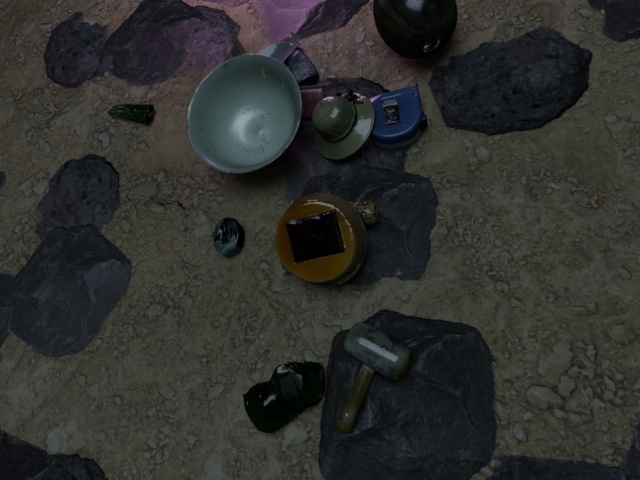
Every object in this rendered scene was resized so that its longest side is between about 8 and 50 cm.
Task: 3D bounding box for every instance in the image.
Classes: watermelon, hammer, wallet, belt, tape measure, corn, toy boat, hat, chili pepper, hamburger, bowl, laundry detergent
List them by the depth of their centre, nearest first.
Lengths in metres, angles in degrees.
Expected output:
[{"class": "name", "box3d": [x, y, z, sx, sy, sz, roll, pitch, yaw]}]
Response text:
[{"class": "hammer", "box3d": [0.120, 0.404, 1.438, 0.201, 0.113, 0.306, 25, 85, 26]}, {"class": "chili pepper", "box3d": [-0.104, 0.450, 1.463, 0.264, 0.116, 0.148, -29, 67, 3]}, {"class": "hamburger", "box3d": [0.000, 0.000, 1.561, 0.299, 0.176, 0.301, 2, 96, 17]}, {"class": "corn", "box3d": [0.066, -0.089, 1.657, 0.253, 0.086, 0.086, -1, 68, 18]}, {"class": "hat", "box3d": [0.047, -0.417, 1.720, 0.257, 0.130, 0.258, -13, 68, 35]}, {"class": "belt", "box3d": [-0.321, -0.012, 1.746, 0.105, 0.058, 0.140, -10, 67, 15]}, {"class": "tape measure", "box3d": [0.189, -0.415, 1.752, 0.350, 0.098, 0.216, -12, 65, 14]}, {"class": "watermelon", "box3d": [0.333, -0.795, 1.764, 0.278, 0.279, 0.360, -28, 62, 3]}, {"class": "bowl", "box3d": [-0.239, -0.419, 1.798, 0.434, 0.196, 0.436, -3, 79, 17]}, {"class": "wallet", "box3d": [-0.099, -0.512, 1.881, 0.232, 0.025, 0.120, -1, 103, 15]}, {"class": "toy boat", "box3d": [-0.222, -0.684, 1.953, 0.219, 0.072, 0.319, 25, 93, 19]}, {"class": "laundry detergent", "box3d": [-0.081, -0.684, 1.954, 0.096, 0.061, 0.207, -30, 63, 11]}, {"class": "chili pepper", "box3d": [-0.801, -0.531, 2.098, 0.226, 0.059, 0.088, 7, 75, 20]}]
